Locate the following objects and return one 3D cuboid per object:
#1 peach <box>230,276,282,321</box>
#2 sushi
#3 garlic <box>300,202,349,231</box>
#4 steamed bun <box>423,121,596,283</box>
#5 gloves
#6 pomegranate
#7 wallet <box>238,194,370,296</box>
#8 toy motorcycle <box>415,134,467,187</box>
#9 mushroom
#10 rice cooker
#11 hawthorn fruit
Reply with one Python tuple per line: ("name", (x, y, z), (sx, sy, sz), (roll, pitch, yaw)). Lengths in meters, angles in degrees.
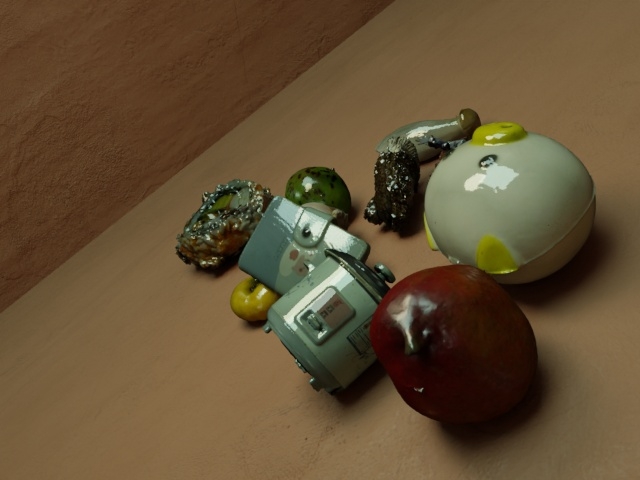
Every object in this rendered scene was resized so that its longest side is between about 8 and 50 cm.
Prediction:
("peach", (-0.169, 0.155, 1.923), (0.179, 0.103, 0.179), (-24, 23, 11))
("sushi", (-0.340, -0.064, 2.397), (0.417, 0.176, 0.418), (-27, 28, 16))
("garlic", (0.000, 0.000, 1.929), (0.191, 0.214, 0.160), (8, 5, 41))
("steamed bun", (0.389, -0.073, 1.424), (0.334, 0.334, 0.374), (-40, 21, -10))
("gloves", (0.207, -0.151, 1.901), (0.135, 0.211, 0.312), (13, 31, 6))
("pomegranate", (-0.016, -0.108, 2.086), (0.211, 0.211, 0.263), (12, 77, 56))
("wallet", (-0.047, 0.037, 1.797), (0.360, 0.083, 0.252), (27, 91, 33))
("toy motorcycle", (0.364, -0.207, 1.824), (0.207, 0.134, 0.401), (-60, 19, 9))
("mushroom", (0.328, -0.316, 2.104), (0.349, 0.128, 0.128), (-16, 32, 27))
("rice cooker", (0.047, 0.168, 1.486), (0.316, 0.264, 0.317), (-4, 68, 9))
("hawthorn fruit", (0.227, 0.177, 1.207), (0.295, 0.311, 0.295), (-41, 31, 31))
